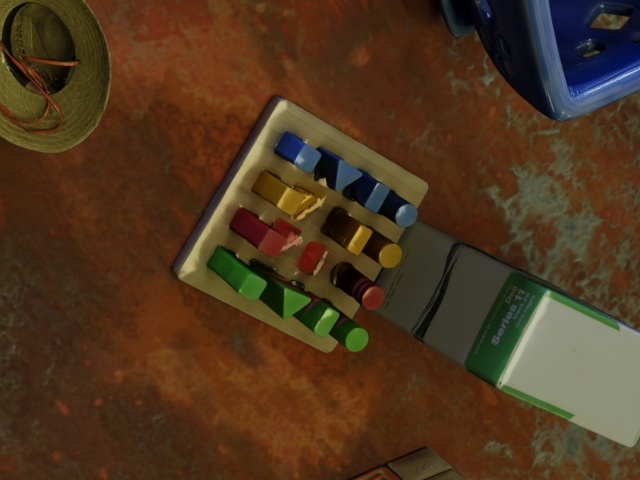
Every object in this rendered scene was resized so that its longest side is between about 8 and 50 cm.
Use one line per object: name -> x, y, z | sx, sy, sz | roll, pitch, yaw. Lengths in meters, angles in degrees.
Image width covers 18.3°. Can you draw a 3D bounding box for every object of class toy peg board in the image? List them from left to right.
toy peg board -> 0.000, 0.000, 1.540 | 0.161, 0.079, 0.160 | 28, 94, -33

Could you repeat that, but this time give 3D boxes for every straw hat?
straw hat -> -0.191, -0.139, 1.394 | 0.061, 0.144, 0.144 | -45, 133, -52

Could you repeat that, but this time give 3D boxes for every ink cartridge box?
ink cartridge box -> 0.155, 0.069, 1.572 | 0.153, 0.208, 0.087 | 24, 93, -33

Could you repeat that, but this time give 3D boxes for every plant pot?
plant pot -> 0.193, -0.256, 1.463 | 0.236, 0.212, 0.236 | -25, 119, -17

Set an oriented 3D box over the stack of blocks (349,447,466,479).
stack of blocks -> 0.132, 0.312, 1.598 | 0.087, 0.297, 0.171 | -20, 118, -19
